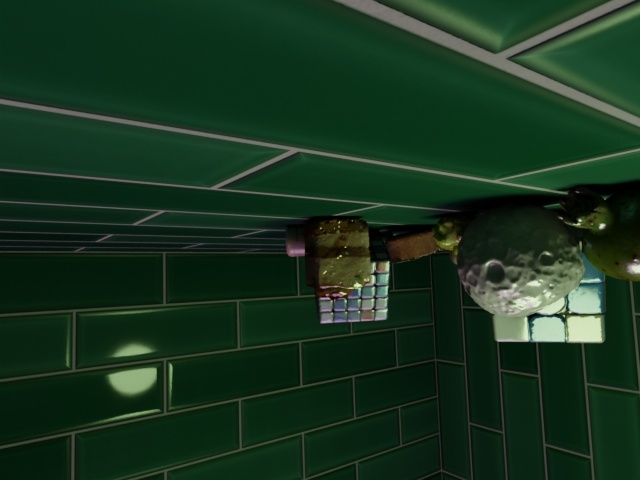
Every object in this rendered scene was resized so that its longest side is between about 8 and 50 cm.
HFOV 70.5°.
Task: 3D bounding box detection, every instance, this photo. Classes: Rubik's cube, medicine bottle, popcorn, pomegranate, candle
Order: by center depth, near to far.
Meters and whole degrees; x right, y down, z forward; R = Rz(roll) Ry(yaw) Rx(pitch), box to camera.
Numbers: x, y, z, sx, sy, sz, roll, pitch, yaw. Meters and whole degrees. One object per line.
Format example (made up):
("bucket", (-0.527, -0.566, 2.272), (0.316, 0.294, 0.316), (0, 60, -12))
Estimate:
("pomegranate", (0.730, -0.019, 1.112), (0.306, 0.242, 0.242), (6, 177, 10))
("popcorn", (0.462, -0.028, 1.509), (0.174, 0.142, 0.173), (23, 177, 1))
("Rubik's cube", (0.783, 0.131, 1.610), (0.347, 0.346, 0.344), (-6, -159, 23))
("medicine bottle", (0.000, 0.000, 1.679), (0.252, 0.114, 0.114), (-2, 175, 1))
("Rubik's cube", (0.119, 0.140, 1.848), (0.293, 0.286, 0.292), (-1, -156, -1))
("candle", (0.406, 0.002, 1.866), (0.287, 0.131, 0.317), (-11, -178, 15))

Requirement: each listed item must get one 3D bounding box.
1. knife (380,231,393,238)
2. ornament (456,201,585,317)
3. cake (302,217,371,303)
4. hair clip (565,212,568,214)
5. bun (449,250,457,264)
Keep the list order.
("knife", (0.219, -0.024, 2.074), (0.230, 0.028, 0.060), (-1, 164, 32))
("ornament", (0.552, 0.048, 1.292), (0.337, 0.337, 0.337), (-2, 175, 0))
("cake", (0.049, 0.072, 1.526), (0.196, 0.293, 0.199), (-1, 179, -18))
("hair clip", (0.864, -0.086, 1.478), (0.115, 0.039, 0.030), (-1, 170, 13))
("bun", (0.636, 0.011, 1.904), (0.231, 0.133, 0.231), (-27, -166, 7))
